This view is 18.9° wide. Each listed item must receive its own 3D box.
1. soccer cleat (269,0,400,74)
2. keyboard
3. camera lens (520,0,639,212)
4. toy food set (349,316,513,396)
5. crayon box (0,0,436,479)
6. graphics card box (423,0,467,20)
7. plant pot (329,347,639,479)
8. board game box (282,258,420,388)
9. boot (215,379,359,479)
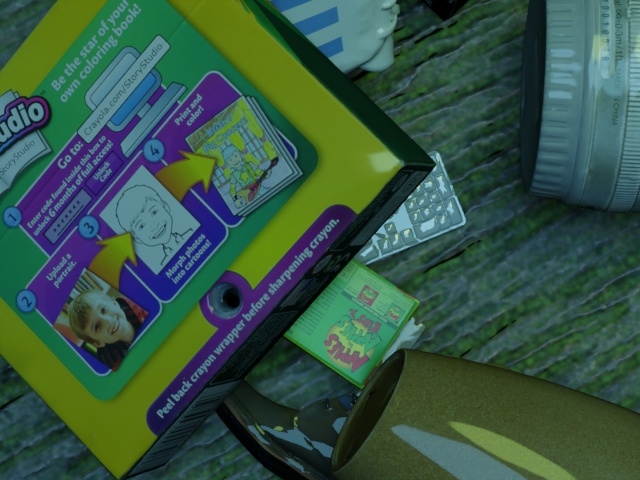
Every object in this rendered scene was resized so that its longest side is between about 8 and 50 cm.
[{"bbox_3d":[0.024,-0.230,1.640,0.143,0.116,0.331,27,122,-6],"label":"soccer cleat"},{"bbox_3d":[0.000,0.000,1.713,0.256,0.014,0.072,-22,84,-2],"label":"keyboard"},{"bbox_3d":[0.316,-0.130,1.625,0.274,0.219,0.219,3,84,0],"label":"camera lens"},{"bbox_3d":[0.119,0.160,1.684,0.192,0.038,0.132,34,85,3],"label":"toy food set"},{"bbox_3d":[-0.142,-0.039,1.599,0.313,0.106,0.363,46,105,13],"label":"crayon box"},{"bbox_3d":[0.066,-0.408,1.717,0.371,0.094,0.233,44,86,5],"label":"graphics card box"},{"bbox_3d":[0.143,0.202,1.559,0.254,0.237,0.237,30,85,-8],"label":"plant pot"},{"bbox_3d":[-0.014,0.043,1.681,0.181,0.043,0.092,34,86,2],"label":"board game box"},{"bbox_3d":[-0.004,0.163,1.667,0.106,0.082,0.219,-43,77,-14],"label":"boot"}]
